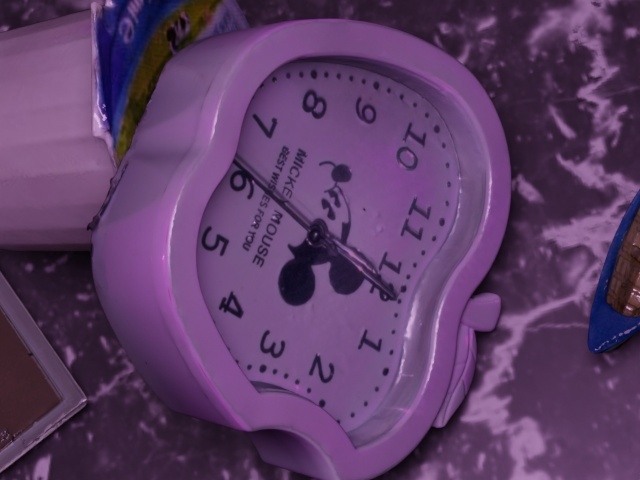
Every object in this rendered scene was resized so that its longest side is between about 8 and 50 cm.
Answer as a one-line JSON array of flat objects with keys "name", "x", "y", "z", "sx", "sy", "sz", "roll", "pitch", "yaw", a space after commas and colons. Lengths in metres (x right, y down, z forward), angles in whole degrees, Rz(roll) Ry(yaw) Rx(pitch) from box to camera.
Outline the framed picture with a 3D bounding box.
[{"name": "framed picture", "x": -0.366, "y": 0.145, "z": 1.298, "sx": 0.296, "sy": 0.019, "sz": 0.232, "roll": -38, "pitch": 65, "yaw": -2}]

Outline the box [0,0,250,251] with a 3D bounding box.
[{"name": "box", "x": -0.191, "y": -0.101, "z": 1.215, "sx": 0.206, "sy": 0.291, "sz": 0.262, "roll": -7, "pitch": 39, "yaw": 27}]

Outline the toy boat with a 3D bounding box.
[{"name": "toy boat", "x": 0.271, "y": -0.002, "z": 1.180, "sx": 0.080, "sy": 0.046, "sz": 0.229, "roll": 30, "pitch": 79, "yaw": 21}]

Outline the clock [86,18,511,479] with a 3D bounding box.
[{"name": "clock", "x": 0.000, "y": 0.000, "z": 1.130, "sx": 0.102, "sy": 0.338, "sz": 0.338, "roll": 3, "pitch": 66, "yaw": 50}]
